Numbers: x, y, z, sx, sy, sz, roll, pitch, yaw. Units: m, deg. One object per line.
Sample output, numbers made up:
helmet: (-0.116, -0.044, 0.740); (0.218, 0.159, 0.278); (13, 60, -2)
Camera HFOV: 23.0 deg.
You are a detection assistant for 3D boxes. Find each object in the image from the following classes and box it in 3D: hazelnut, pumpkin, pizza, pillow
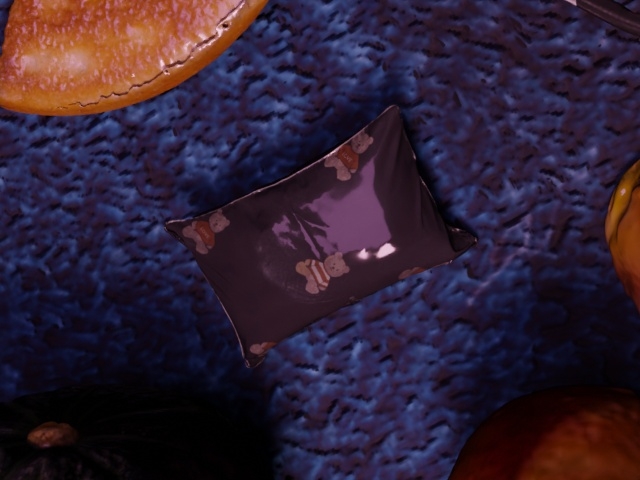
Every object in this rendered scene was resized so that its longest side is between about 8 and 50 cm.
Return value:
hazelnut: (0.151, 0.165, 0.745); (0.204, 0.178, 0.178); (17, 101, -13)
pumpkin: (-0.124, 0.164, 0.817); (0.221, 0.220, 0.161); (1, 117, 20)
pizza: (-0.130, -0.156, 0.893); (0.185, 0.036, 0.176); (-33, 80, 21)
pillow: (0.000, 0.000, 0.847); (0.150, 0.048, 0.090); (-27, 82, 17)

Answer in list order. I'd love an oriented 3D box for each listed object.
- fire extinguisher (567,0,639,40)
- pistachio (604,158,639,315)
fire extinguisher: (0.218, -0.088, 0.735); (0.341, 0.105, 0.141); (51, 123, 11)
pistachio: (0.203, 0.031, 0.773); (0.089, 0.049, 0.173); (-35, 82, 18)
